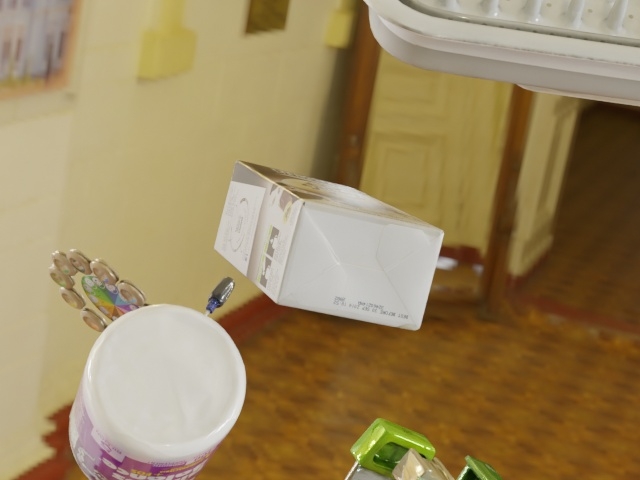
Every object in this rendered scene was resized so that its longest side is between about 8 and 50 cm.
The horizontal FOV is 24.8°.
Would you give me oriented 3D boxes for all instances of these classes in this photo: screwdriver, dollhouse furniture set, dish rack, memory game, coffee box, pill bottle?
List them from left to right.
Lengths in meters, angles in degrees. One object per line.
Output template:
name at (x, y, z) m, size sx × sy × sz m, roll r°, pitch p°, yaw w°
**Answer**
memory game at (-0.241, 0.077, 1.676) m, size 0.186 × 0.186 × 0.012 m, roll 19°, pitch 57°, yaw 31°
pill bottle at (-0.190, 0.195, 1.613) m, size 0.169 × 0.169 × 0.301 m, roll 8°, pitch -24°, yaw -11°
screwdriver at (-0.143, 0.096, 1.818) m, size 0.025 × 0.024 × 0.170 m, roll -18°, pitch 23°, yaw 27°
coffee box at (0.000, 0.000, 1.662) m, size 0.168 × 0.118 × 0.297 m, roll 12°, pitch 7°, yaw -20°
dollhouse furniture set at (0.147, 0.360, 1.645) m, size 0.198 × 0.151 × 0.301 m, roll 26°, pitch 12°, yaw -29°
dish rack at (0.162, -0.203, 0.891) m, size 0.286 × 0.072 × 0.332 m, roll 8°, pitch 50°, yaw -3°
